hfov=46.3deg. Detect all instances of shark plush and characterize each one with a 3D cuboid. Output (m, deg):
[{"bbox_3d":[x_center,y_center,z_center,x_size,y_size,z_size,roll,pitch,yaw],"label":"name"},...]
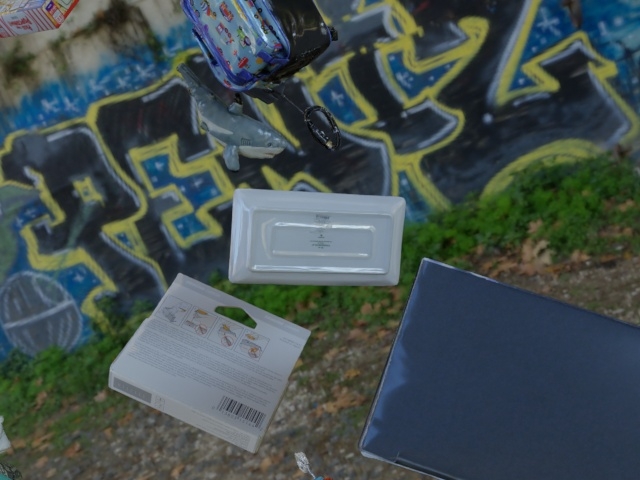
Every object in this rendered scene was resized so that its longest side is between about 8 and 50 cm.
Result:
[{"bbox_3d":[-0.115,-0.165,0.950,0.067,0.161,0.073,-30,13,38],"label":"shark plush"}]

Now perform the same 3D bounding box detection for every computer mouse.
[{"bbox_3d":[-0.061,-0.230,1.236,0.071,0.242,0.041,-49,6,28],"label":"computer mouse"}]

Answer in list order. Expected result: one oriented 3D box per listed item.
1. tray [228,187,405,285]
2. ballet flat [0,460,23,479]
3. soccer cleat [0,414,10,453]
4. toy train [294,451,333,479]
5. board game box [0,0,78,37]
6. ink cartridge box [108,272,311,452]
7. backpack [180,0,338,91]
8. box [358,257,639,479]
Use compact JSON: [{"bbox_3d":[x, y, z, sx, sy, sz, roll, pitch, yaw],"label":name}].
[{"bbox_3d":[0.000,0.000,1.137,0.270,0.145,0.030,2,9,-14],"label":"tray"},{"bbox_3d":[-0.794,0.471,1.378,0.483,0.182,0.164,-14,46,11],"label":"ballet flat"},{"bbox_3d":[-0.506,0.234,1.043,0.143,0.331,0.116,11,-26,-37],"label":"soccer cleat"},{"bbox_3d":[-0.005,0.366,0.985,0.046,0.166,0.125,-29,30,-28],"label":"toy train"},{"bbox_3d":[-0.452,-0.427,1.253,0.147,0.045,0.193,3,56,32],"label":"board game box"},{"bbox_3d":[-0.198,0.221,1.402,0.261,0.296,0.066,-61,-7,-46],"label":"ink cartridge box"},{"bbox_3d":[-0.089,-0.250,0.878,0.117,0.158,0.173,-33,7,-35],"label":"backpack"},{"bbox_3d":[0.221,0.192,0.909,0.293,0.212,0.395,18,-9,8],"label":"box"}]
